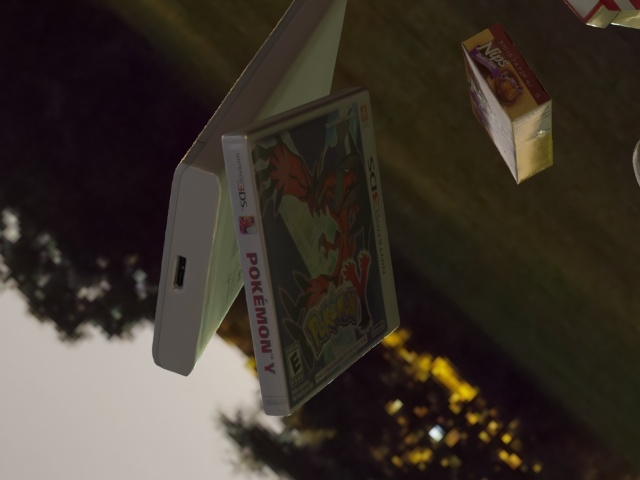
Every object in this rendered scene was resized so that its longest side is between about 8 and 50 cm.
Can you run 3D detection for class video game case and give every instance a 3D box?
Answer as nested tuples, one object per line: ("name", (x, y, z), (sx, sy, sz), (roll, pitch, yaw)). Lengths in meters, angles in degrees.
("video game case", (0.000, 0.000, 1.007), (0.201, 0.023, 0.183), (-30, -65, -62))

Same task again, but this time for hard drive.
("hard drive", (-0.062, -0.070, 1.392), (0.047, 0.233, 0.353), (19, -140, 9))

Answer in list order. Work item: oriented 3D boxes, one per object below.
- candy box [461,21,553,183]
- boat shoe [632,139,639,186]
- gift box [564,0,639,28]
("candy box", (0.207, -0.147, 1.625), (0.109, 0.053, 0.186), (61, 178, 21))
("boat shoe", (0.355, -0.001, 1.332), (0.227, 0.079, 0.081), (48, 166, 1))
("gift box", (0.333, -0.361, 1.504), (0.258, 0.255, 0.276), (-1, -137, -51))
